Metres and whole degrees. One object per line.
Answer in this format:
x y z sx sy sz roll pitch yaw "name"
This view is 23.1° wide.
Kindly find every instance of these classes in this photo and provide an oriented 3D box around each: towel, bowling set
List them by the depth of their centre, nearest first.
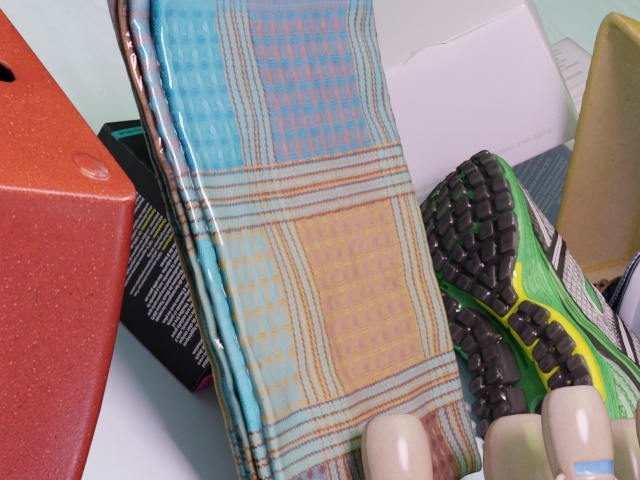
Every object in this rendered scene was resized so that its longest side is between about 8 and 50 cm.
0.178 0.169 0.947 0.287 0.200 0.154 4 71 -37 "bowling set"
0.000 0.000 0.992 0.271 0.040 0.370 -17 92 -58 "towel"

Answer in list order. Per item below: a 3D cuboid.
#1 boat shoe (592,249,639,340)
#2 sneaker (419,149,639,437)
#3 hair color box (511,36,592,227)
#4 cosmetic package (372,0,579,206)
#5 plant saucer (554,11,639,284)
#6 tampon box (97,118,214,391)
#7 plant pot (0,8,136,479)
0.246 0.056 1.325 0.065 0.183 0.083 -32 57 -27 "boat shoe"
0.169 0.068 1.263 0.146 0.134 0.344 24 34 -38 "sneaker"
0.327 -0.036 1.602 0.374 0.114 0.185 41 40 17 "hair color box"
0.109 -0.210 1.521 0.155 0.197 0.366 57 16 -33 "cosmetic package"
0.334 0.018 1.295 0.081 0.333 0.333 -20 51 -22 "plant saucer"
-0.083 0.005 1.062 0.161 0.101 0.120 44 26 19 "tampon box"
-0.239 0.007 0.696 0.267 0.236 0.267 5 36 -48 "plant pot"
